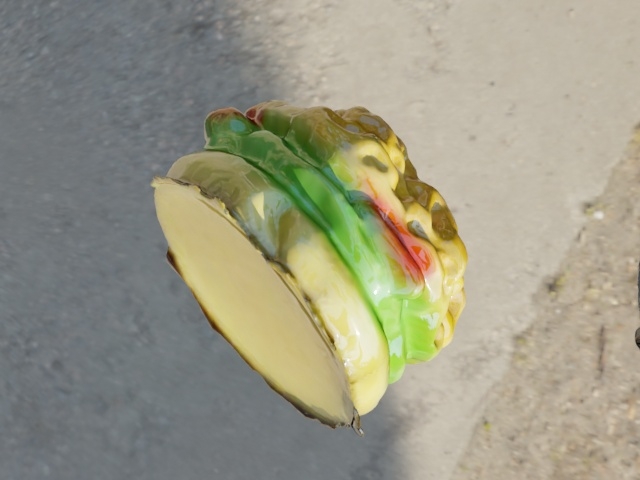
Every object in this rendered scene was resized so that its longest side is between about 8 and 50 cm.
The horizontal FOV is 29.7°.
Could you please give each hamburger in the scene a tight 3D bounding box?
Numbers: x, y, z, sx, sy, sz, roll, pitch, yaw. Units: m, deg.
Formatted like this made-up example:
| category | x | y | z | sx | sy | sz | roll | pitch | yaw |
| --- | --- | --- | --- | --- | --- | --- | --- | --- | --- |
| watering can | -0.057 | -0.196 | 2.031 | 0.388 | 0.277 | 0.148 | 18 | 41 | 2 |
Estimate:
| category | x | y | z | sx | sy | sz | roll | pitch | yaw |
| --- | --- | --- | --- | --- | --- | --- | --- | --- | --- |
| hamburger | 0.000 | 0.000 | 0.825 | 0.149 | 0.237 | 0.237 | -39 | 106 | -19 |

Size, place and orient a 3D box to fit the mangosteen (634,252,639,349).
| category | x | y | z | sx | sy | sz | roll | pitch | yaw |
| --- | --- | --- | --- | --- | --- | --- | --- | --- | --- |
| mangosteen | 0.487 | 0.043 | 1.028 | 0.435 | 0.382 | 0.382 | -25 | 107 | 25 |
